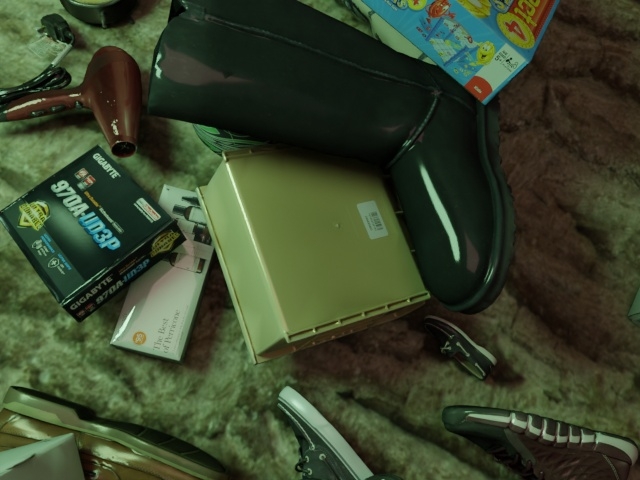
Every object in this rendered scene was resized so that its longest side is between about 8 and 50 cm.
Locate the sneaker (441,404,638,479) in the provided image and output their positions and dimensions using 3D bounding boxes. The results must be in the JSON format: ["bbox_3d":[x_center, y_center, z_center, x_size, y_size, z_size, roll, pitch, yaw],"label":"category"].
[{"bbox_3d":[0.294,0.324,0.828,0.282,0.106,0.162,14,75,-4],"label":"sneaker"}]

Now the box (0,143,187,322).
[{"bbox_3d":[-0.316,-0.018,0.834,0.175,0.051,0.220,-39,56,-15],"label":"box"}]

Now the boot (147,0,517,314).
[{"bbox_3d":[0.009,-0.125,0.747,0.445,0.146,0.367,17,55,-20],"label":"boot"}]

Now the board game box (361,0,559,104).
[{"bbox_3d":[0.183,-0.384,0.846,0.302,0.086,0.308,38,52,-6],"label":"board game box"}]

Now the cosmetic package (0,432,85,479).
[{"bbox_3d":[-0.320,0.415,0.623,0.155,0.197,0.365,-18,85,12],"label":"cosmetic package"}]

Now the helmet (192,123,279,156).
[{"bbox_3d":[-0.108,-0.194,0.902,0.170,0.169,0.161,-1,57,-8],"label":"helmet"}]

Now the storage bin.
[{"bbox_3d":[0.000,0.000,0.850,0.260,0.123,0.262,-13,74,-29],"label":"storage bin"}]

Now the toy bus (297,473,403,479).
[{"bbox_3d":[0.025,0.380,0.680,0.220,0.211,0.149,-9,97,10],"label":"toy bus"}]

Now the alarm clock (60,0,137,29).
[{"bbox_3d":[-0.376,-0.428,0.989,0.192,0.064,0.129,43,73,4],"label":"alarm clock"}]

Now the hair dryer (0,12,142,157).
[{"bbox_3d":[-0.372,-0.208,0.916,0.294,0.080,0.223,30,74,21],"label":"hair dryer"}]

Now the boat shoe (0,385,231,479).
[{"bbox_3d":[-0.269,0.283,0.773,0.307,0.110,0.104,17,75,8],"label":"boat shoe"}]

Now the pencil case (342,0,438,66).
[{"bbox_3d":[0.123,-0.386,0.982,0.160,0.183,0.410,-39,84,5],"label":"pencil case"}]

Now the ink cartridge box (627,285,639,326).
[{"bbox_3d":[0.602,0.067,0.952,0.153,0.087,0.208,30,73,3],"label":"ink cartridge box"}]

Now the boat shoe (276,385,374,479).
[{"bbox_3d":[0.008,0.302,0.815,0.076,0.080,0.228,-40,90,-17],"label":"boat shoe"}]

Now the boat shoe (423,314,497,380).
[{"bbox_3d":[0.200,0.158,0.897,0.125,0.046,0.038,38,67,-4],"label":"boat shoe"}]

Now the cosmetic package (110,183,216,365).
[{"bbox_3d":[-0.210,0.047,0.868,0.099,0.060,0.239,14,72,-2],"label":"cosmetic package"}]
